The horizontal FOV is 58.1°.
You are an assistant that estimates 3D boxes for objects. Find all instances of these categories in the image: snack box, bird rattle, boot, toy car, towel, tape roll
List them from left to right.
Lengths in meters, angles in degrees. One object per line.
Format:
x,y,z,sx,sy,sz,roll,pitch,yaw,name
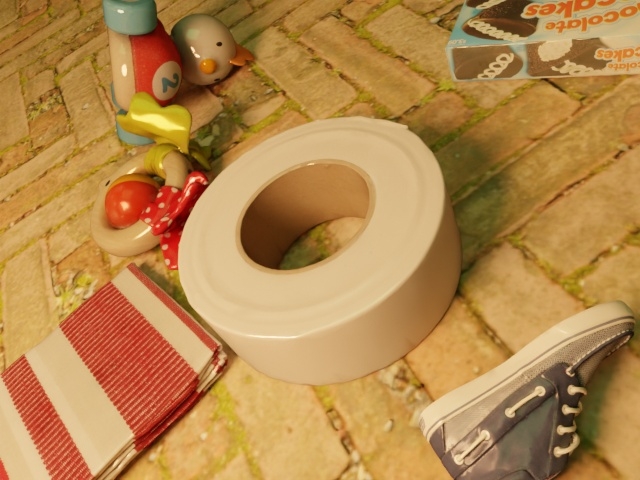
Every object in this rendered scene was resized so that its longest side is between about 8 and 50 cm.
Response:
-0.277,0.185,0.624,0.329,0.037,0.237,-44,46,-16,towel
-0.215,-0.054,0.768,0.207,0.143,0.253,-28,58,17,bird rattle
-0.217,-0.296,0.925,0.238,0.219,0.210,-7,43,-19,toy car
0.000,0.000,0.603,0.286,0.100,0.286,-14,47,15,tape roll
0.176,0.129,0.441,0.190,0.069,0.086,-34,53,6,boot
0.336,-0.282,0.709,0.322,0.060,0.187,6,56,29,snack box
